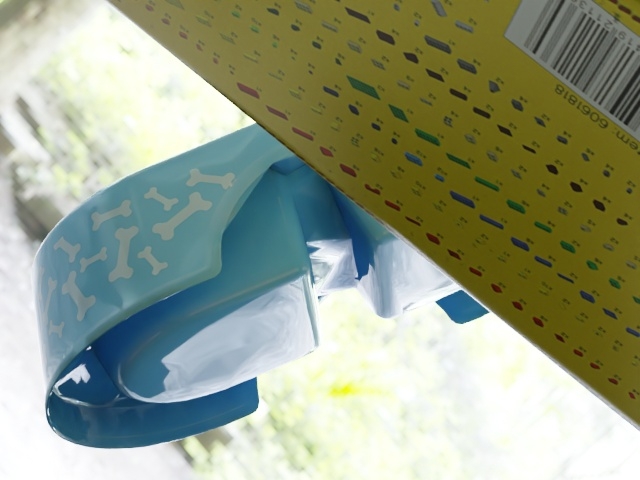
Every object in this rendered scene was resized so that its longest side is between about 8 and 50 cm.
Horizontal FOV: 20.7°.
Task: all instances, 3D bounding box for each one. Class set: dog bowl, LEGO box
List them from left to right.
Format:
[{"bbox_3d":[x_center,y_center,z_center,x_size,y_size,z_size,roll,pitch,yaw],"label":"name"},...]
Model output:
[{"bbox_3d":[0.000,0.000,0.823,0.166,0.297,0.074,81,-15,-64],"label":"dog bowl"},{"bbox_3d":[0.165,-0.150,0.641,0.500,0.372,0.193,40,-30,9],"label":"LEGO box"}]
